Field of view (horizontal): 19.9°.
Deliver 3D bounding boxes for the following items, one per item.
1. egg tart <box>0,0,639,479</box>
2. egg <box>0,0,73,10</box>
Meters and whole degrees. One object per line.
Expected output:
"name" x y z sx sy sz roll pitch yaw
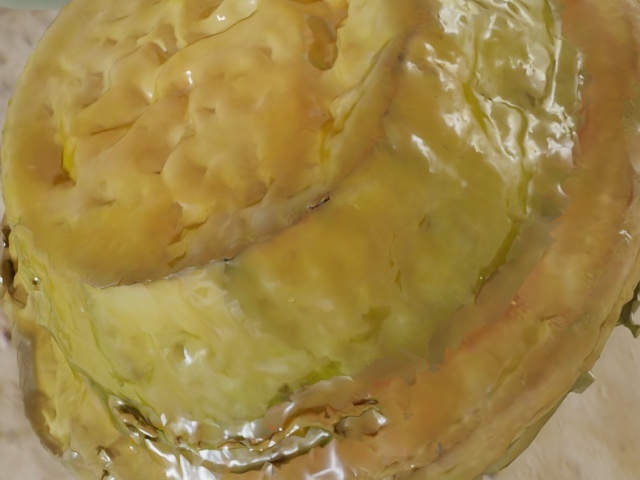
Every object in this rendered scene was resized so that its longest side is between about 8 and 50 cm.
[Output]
"egg tart" -0.016 -0.032 0.646 0.288 0.118 0.288 -18 53 25
"egg" -0.166 -0.222 1.099 0.231 0.168 0.168 -6 59 24
